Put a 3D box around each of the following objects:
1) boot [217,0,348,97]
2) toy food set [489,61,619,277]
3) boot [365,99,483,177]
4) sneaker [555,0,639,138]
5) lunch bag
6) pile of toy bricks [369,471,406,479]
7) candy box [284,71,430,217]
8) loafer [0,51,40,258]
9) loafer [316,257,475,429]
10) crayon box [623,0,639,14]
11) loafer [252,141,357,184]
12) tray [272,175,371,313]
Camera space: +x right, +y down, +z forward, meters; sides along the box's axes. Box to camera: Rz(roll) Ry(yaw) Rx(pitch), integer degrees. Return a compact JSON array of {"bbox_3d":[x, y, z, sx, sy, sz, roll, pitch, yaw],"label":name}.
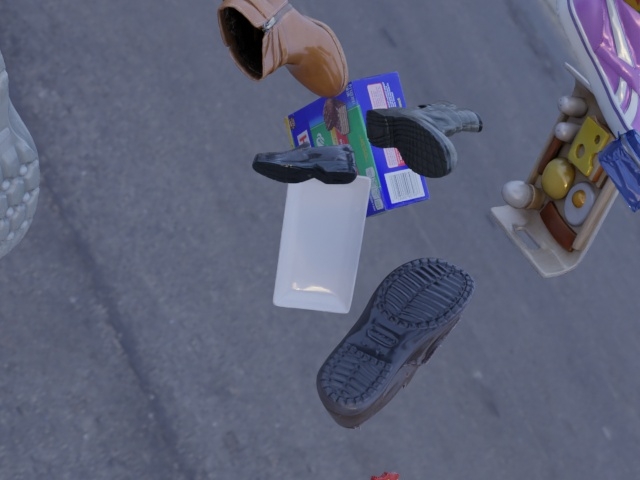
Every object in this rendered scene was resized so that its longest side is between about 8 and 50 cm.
[{"bbox_3d":[-0.059,-0.305,1.793,0.283,0.109,0.220,61,24,-27],"label":"boot"},{"bbox_3d":[0.404,-0.120,1.923,0.092,0.306,0.220,9,29,-26],"label":"toy food set"},{"bbox_3d":[0.190,-0.176,1.783,0.246,0.161,0.083,-141,-138,-57],"label":"boot"},{"bbox_3d":[0.445,-0.229,1.510,0.282,0.161,0.102,55,32,-25],"label":"sneaker"},{"bbox_3d":[0.393,-0.093,1.411,0.098,0.065,0.067,54,20,-8],"label":"lunch bag"},{"bbox_3d":[0.079,0.457,1.757,0.105,0.212,0.118,38,-15,-20],"label":"pile of toy bricks"},{"bbox_3d":[0.066,-0.174,2.344,0.122,0.317,0.268,-14,88,-28],"label":"candy box"},{"bbox_3d":[-0.346,-0.105,1.079,0.111,0.319,0.112,29,52,21],"label":"loafer"},{"bbox_3d":[0.115,0.164,1.840,0.134,0.130,0.366,35,56,22],"label":"loafer"},{"bbox_3d":[0.369,-0.343,1.208,0.318,0.081,0.202,52,-20,35],"label":"crayon box"},{"bbox_3d":[-0.026,-0.129,1.836,0.170,0.062,0.061,4,66,-10],"label":"loafer"},{"bbox_3d":[0.000,0.000,2.033,0.145,0.270,0.030,6,23,-5],"label":"tray"}]
